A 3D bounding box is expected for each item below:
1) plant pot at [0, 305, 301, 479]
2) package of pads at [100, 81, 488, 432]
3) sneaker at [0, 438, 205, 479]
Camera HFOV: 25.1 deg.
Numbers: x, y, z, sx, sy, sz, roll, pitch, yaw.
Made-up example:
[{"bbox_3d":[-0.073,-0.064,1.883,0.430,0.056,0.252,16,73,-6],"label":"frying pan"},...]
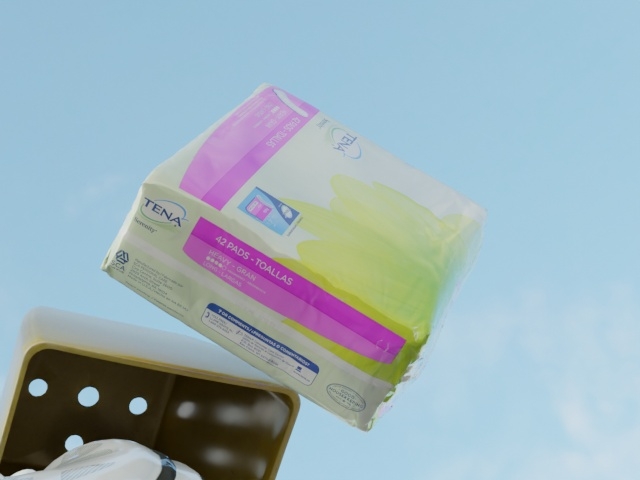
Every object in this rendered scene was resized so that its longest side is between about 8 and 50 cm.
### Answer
[{"bbox_3d":[-0.168,0.161,1.135,0.212,0.187,0.212,13,-78,-23],"label":"plant pot"},{"bbox_3d":[0.000,0.000,1.080,0.229,0.296,0.101,31,-65,2],"label":"package of pads"},{"bbox_3d":[-0.200,0.128,0.692,0.257,0.447,0.169,41,-86,-4],"label":"sneaker"}]
